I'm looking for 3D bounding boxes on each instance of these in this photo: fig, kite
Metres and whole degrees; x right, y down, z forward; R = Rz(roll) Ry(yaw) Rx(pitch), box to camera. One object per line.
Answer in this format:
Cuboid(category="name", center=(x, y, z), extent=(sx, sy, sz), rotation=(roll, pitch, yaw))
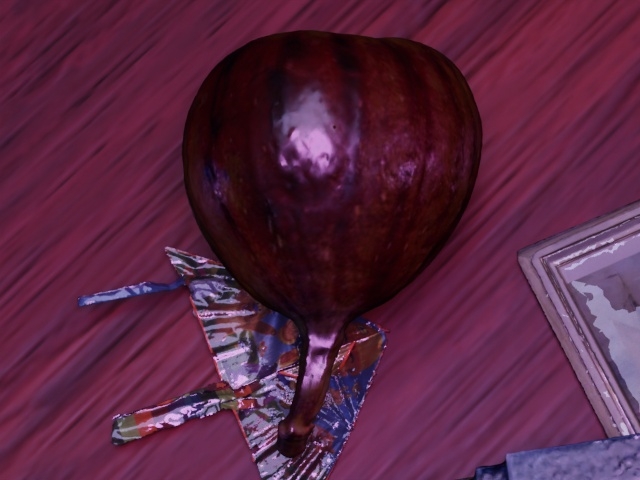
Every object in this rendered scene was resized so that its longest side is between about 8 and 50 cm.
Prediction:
Cuboid(category="fig", center=(-0.001, -0.027, 0.852), extent=(0.149, 0.148, 0.202), rotation=(38, 44, -21))
Cuboid(category="kite", center=(-0.037, 0.077, 0.896), extent=(0.160, 0.010, 0.183), rotation=(-20, 69, -6))

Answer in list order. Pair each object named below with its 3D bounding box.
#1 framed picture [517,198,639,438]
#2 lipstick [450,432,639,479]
Cuboid(category="framed picture", center=(0.266, 0.039, 0.870), extent=(0.274, 0.017, 0.217), rotation=(-25, 65, -4))
Cuboid(category="lipstick", center=(0.041, 0.141, 0.827), extent=(0.312, 0.051, 0.051), rotation=(-10, 70, 8))
